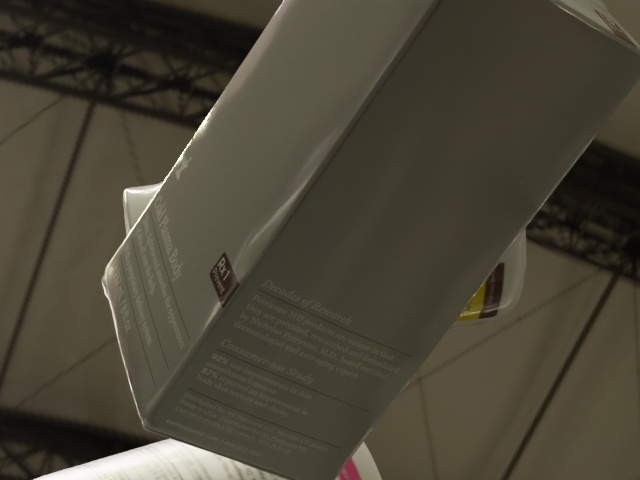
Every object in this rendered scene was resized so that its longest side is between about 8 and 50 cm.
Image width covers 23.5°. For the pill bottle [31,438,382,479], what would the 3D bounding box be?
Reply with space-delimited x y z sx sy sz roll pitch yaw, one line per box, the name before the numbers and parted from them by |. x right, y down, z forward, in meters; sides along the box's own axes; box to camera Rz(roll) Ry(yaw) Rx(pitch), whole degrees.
pill bottle | -0.106 0.212 0.970 0.160 0.283 0.160 42 -41 51

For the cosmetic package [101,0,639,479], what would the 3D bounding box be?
cosmetic package | 0.014 -0.028 0.650 0.107 0.127 0.238 22 -69 -27

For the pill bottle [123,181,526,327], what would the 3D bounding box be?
pill bottle | 0.000 0.000 0.873 0.215 0.117 0.117 -7 -68 -9
